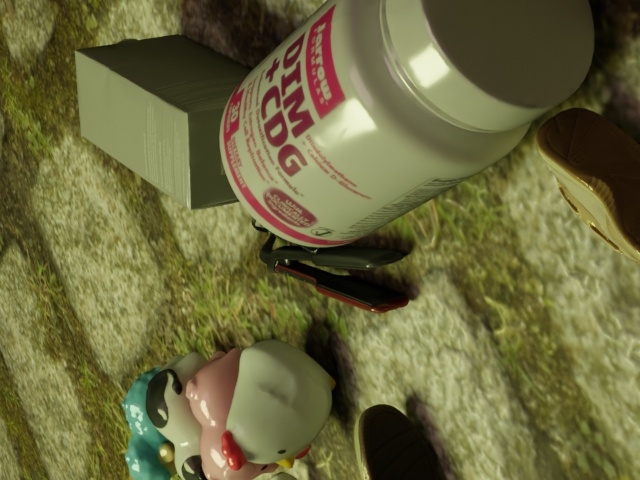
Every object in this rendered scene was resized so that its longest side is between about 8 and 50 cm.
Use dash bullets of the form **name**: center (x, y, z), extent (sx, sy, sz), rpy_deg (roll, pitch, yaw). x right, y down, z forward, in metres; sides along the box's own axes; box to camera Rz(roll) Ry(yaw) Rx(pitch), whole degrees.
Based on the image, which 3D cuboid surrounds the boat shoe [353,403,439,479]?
- **boat shoe**: center (0.073, 0.239, 1.096), extent (0.190, 0.068, 0.072), rpy_deg (69, 160, 8)

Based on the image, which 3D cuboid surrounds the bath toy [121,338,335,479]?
- **bath toy**: center (-0.103, 0.196, 1.292), extent (0.151, 0.129, 0.348), rpy_deg (43, 152, -14)

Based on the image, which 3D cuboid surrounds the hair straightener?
- **hair straightener**: center (0.000, 0.000, 1.132), extent (0.230, 0.047, 0.089), rpy_deg (20, 120, 58)

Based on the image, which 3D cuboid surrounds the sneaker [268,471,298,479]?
- **sneaker**: center (0.000, 0.298, 1.251), extent (0.152, 0.054, 0.061), rpy_deg (58, 140, 11)

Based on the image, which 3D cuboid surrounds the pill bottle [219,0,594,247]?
- **pill bottle**: center (0.052, -0.106, 0.880), extent (0.283, 0.160, 0.160), rpy_deg (-31, 77, 57)

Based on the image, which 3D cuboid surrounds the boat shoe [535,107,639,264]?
- **boat shoe**: center (0.203, -0.019, 0.784), extent (0.170, 0.063, 0.059), rpy_deg (55, 177, 41)

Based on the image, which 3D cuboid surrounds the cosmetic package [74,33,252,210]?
- **cosmetic package**: center (-0.133, -0.121, 1.201), extent (0.238, 0.127, 0.107), rpy_deg (31, 127, 51)
